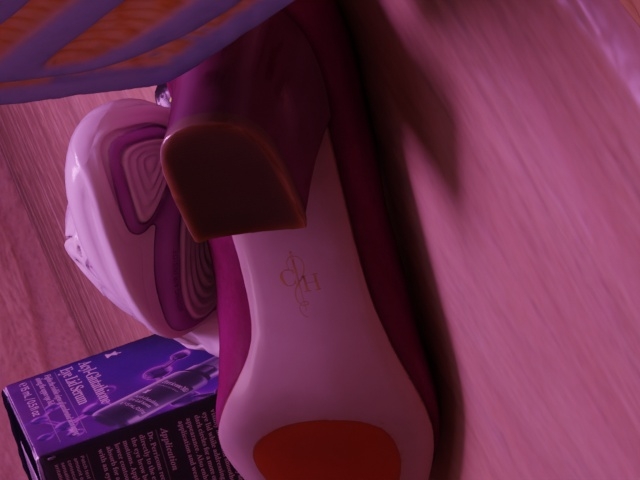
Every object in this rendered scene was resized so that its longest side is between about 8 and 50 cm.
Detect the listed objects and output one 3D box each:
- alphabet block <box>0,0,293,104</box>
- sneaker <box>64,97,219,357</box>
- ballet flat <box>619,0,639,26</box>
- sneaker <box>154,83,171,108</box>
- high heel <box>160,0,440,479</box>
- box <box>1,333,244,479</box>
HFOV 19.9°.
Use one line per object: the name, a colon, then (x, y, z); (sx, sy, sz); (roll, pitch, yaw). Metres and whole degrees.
alphabet block: (-0.104, -0.178, 0.720); (0.192, 0.193, 0.197); (-27, 81, 39)
sneaker: (-0.108, -0.001, 1.083); (0.152, 0.114, 0.305); (20, 165, 19)
ballet flat: (0.126, -0.035, 0.440); (0.073, 0.080, 0.232); (33, -148, -63)
sneaker: (-0.058, -0.095, 1.059); (0.170, 0.075, 0.063); (99, 149, -64)
high heel: (0.000, 0.000, 0.992); (0.377, 0.127, 0.181); (78, -166, -48)
box: (-0.105, 0.140, 1.304); (0.153, 0.207, 0.108); (-144, 36, -66)
